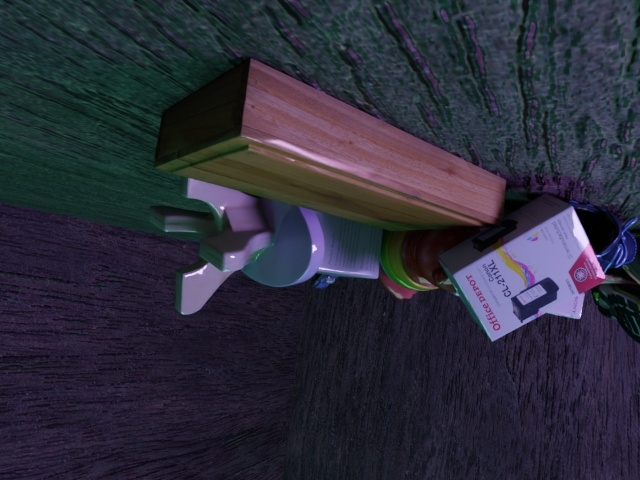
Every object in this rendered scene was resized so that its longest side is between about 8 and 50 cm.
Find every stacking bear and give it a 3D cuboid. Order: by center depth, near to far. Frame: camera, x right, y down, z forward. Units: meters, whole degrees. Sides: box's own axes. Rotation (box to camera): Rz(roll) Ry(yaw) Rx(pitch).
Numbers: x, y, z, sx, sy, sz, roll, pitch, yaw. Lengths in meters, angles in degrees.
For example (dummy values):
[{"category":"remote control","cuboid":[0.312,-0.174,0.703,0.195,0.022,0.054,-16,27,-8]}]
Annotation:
[{"category":"stacking bear","cuboid":[0.196,0.024,0.815,0.164,0.175,0.289,44,175,-7]}]

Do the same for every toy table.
[{"category":"toy table","cuboid":[-0.144,-0.015,0.713,0.160,0.253,0.274,-7,-170,-42]}]

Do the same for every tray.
[{"category":"tray","cuboid":[0.032,-0.080,0.567,0.410,0.076,0.202,11,173,-39]}]

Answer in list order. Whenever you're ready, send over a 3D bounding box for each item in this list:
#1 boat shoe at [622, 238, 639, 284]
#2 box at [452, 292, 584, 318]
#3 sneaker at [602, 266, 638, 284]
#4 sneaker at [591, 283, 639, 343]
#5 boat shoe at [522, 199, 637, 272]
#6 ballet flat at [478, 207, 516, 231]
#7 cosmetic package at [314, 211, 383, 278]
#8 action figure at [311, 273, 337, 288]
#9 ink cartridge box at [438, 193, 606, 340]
[{"category":"boat shoe","cuboid":[0.710,0.102,0.832,0.324,0.117,0.097,35,164,0]},{"category":"box","cuboid":[0.392,0.105,0.997,0.232,0.059,0.322,11,-179,8]},{"category":"sneaker","cuboid":[0.604,0.056,1.001,0.313,0.116,0.136,3,175,29]},{"category":"sneaker","cuboid":[0.693,0.129,0.971,0.121,0.111,0.300,-23,-173,14]},{"category":"boat shoe","cuboid":[0.432,-0.001,0.714,0.258,0.109,0.089,8,170,-27]},{"category":"ballet flat","cuboid":[0.322,-0.010,0.877,0.106,0.108,0.316,26,173,13]},{"category":"cosmetic package","cuboid":[0.001,-0.014,0.847,0.183,0.152,0.151,11,173,-29]},{"category":"action figure","cuboid":[0.000,0.000,1.240,0.329,0.179,0.341,3,150,-30]},{"category":"ink cartridge box","cuboid":[0.276,0.039,0.628,0.175,0.128,0.072,-32,-163,9]}]
